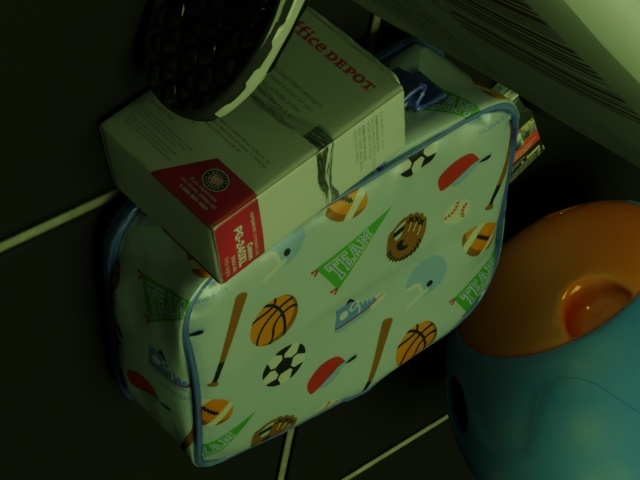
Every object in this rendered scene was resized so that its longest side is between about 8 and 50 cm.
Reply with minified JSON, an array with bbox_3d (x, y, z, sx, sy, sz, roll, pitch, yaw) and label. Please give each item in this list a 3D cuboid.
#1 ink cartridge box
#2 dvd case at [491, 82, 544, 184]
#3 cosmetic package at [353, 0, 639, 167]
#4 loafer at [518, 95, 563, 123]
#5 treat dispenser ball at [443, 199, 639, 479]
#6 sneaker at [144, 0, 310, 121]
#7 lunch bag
[{"bbox_3d":[-0.038,-0.063,1.145,0.150,0.109,0.063,-37,149,-20],"label":"ink cartridge box"},{"bbox_3d":[0.130,-0.071,1.473,0.087,0.013,0.119,-44,153,-7],"label":"dvd case"},{"bbox_3d":[0.123,-0.277,0.732,0.394,0.327,0.329,-53,133,0],"label":"cosmetic package"},{"bbox_3d":[0.240,-0.143,1.461,0.220,0.080,0.078,-21,132,-47],"label":"loafer"},{"bbox_3d":[0.244,0.110,1.567,0.288,0.288,0.288,-34,149,-24],"label":"treat dispenser ball"},{"bbox_3d":[-0.010,-0.165,1.083,0.097,0.084,0.235,1,125,-57],"label":"sneaker"},{"bbox_3d":[0.000,0.000,1.279,0.303,0.115,0.243,-33,146,-24],"label":"lunch bag"}]
